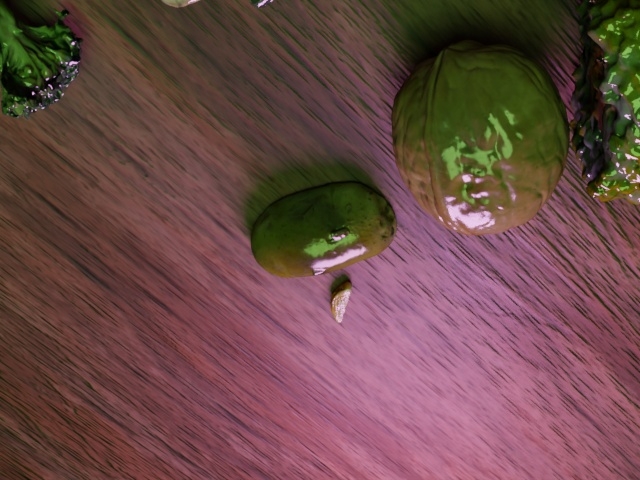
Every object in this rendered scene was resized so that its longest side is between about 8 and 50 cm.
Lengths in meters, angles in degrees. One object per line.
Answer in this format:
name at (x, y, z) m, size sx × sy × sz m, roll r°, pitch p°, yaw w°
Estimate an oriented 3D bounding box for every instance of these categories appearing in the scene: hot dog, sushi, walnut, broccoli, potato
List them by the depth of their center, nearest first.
sushi at (0.489, -0.247, 1.426) m, size 0.240 × 0.396 × 0.351 m, roll -1°, pitch 116°, yaw 9°
walnut at (0.249, -0.165, 1.569) m, size 0.252 × 0.277 × 0.313 m, roll -29°, pitch 117°, yaw -15°
broccoli at (-0.514, -0.344, 1.573) m, size 0.304 × 0.165 × 0.145 m, roll 53°, pitch 144°, yaw -13°
potato at (0.000, 0.000, 1.781) m, size 0.271 × 0.111 × 0.160 m, roll -13°, pitch 124°, yaw 12°
hot dog at (0.035, 0.117, 1.903) m, size 0.034 × 0.030 × 0.090 m, roll 14°, pitch 123°, yaw -5°

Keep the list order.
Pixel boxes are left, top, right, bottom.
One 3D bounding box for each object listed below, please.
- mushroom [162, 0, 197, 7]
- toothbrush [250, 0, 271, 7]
mushroom at (-0.253, -0.487, 1.358) m, size 0.315 × 0.315 × 0.356 m, roll -26°, pitch 108°, yaw 19°
toothbrush at (0.003, -0.452, 1.527) m, size 0.297 × 0.030 × 0.030 m, roll -34°, pitch 90°, yaw 24°
